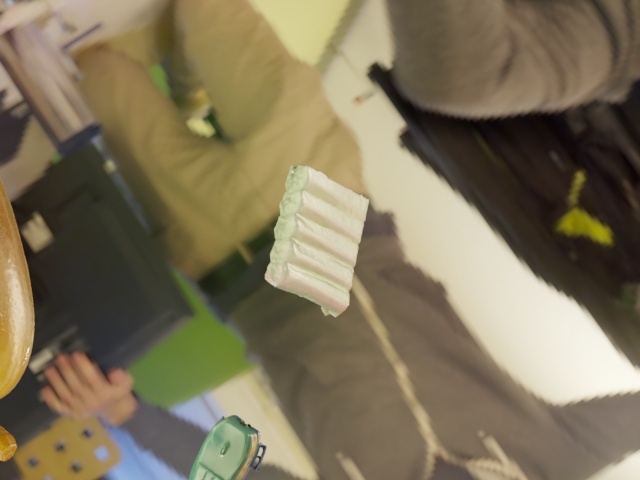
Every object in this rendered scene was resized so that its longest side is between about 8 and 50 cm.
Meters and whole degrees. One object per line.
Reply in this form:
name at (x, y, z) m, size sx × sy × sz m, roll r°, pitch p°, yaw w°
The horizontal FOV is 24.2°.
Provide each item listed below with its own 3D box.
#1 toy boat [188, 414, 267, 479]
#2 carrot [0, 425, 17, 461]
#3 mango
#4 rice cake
toy boat at (-0.135, 0.332, 2.139) m, size 0.175 × 0.091 × 0.110 m, roll -61°, pitch 161°, yaw 9°
carrot at (-0.459, 0.226, 1.942) m, size 0.042 × 0.171 × 0.042 m, roll -39°, pitch 152°, yaw -26°
mango at (-0.299, 0.011, 1.190) m, size 0.113 × 0.253 × 0.138 m, roll -27°, pitch 160°, yaw 18°
rice cake at (0.000, 0.000, 1.980) m, size 0.037 × 0.189 × 0.198 m, roll 4°, pitch 161°, yaw 28°
